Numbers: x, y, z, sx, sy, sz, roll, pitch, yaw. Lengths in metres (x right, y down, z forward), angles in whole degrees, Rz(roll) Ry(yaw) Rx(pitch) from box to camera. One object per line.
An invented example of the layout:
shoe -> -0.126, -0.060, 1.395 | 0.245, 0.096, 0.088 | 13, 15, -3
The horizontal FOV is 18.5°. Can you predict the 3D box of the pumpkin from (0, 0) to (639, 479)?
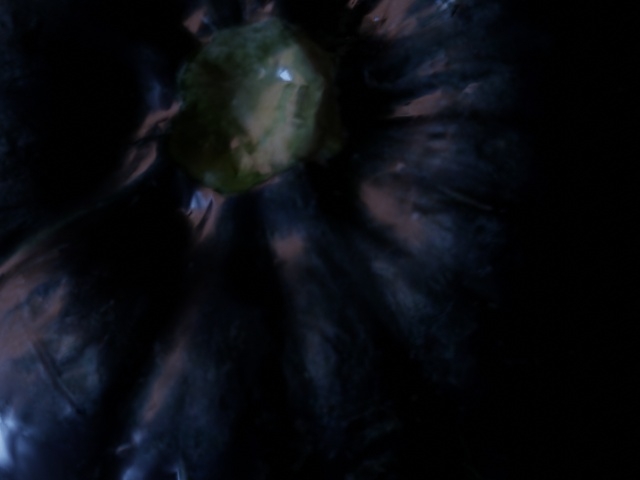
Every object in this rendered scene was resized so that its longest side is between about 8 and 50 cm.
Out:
pumpkin -> 0.000, 0.000, 0.627 | 0.238, 0.315, 0.315 | 85, -153, -73
